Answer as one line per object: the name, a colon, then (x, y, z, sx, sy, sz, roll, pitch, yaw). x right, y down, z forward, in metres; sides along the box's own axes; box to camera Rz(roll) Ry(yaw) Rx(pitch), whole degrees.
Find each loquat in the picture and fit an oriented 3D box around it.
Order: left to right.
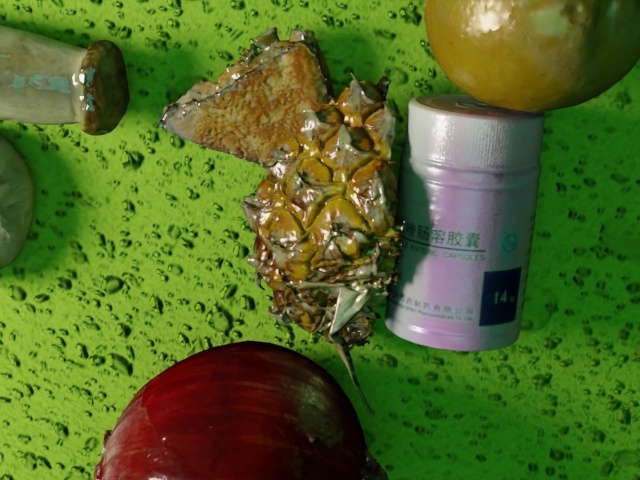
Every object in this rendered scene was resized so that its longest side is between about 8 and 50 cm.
loquat: (0.223, -0.237, 1.499, 0.244, 0.244, 0.243, 0, 104, 1)

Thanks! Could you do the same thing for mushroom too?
mushroom: (-0.370, -0.188, 1.582, 0.333, 0.087, 0.107, 11, 100, 2)

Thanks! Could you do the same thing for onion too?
onion: (-0.096, 0.280, 1.588, 0.341, 0.341, 0.341, 0, 104, 1)

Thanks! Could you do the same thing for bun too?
bun: (-0.407, -0.039, 1.609, 0.183, 0.102, 0.183, 1, 103, 3)

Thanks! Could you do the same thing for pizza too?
pizza: (-0.081, -0.142, 1.606, 0.195, 0.052, 0.185, -5, 111, -3)

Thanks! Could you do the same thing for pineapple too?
pineapple: (0.002, 0.002, 1.562, 0.161, 0.158, 0.334, 2, 115, -17)

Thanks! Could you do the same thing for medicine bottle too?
medicine bottle: (0.155, -0.022, 1.581, 0.152, 0.152, 0.253, 4, 105, 0)
